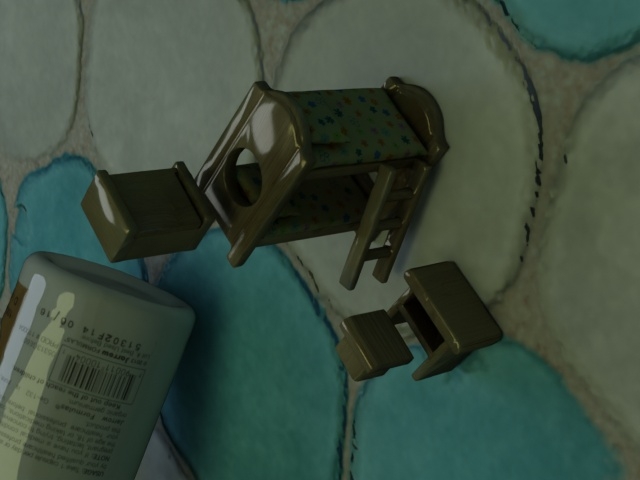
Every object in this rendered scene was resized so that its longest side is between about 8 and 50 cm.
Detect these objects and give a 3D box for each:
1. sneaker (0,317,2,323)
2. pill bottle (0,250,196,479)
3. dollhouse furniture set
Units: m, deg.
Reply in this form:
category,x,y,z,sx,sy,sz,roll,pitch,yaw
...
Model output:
category,x,y,z,sx,sy,sz,roll,pitch,yaw
sneaker,-0.255,0.221,0.969,0.146,0.122,0.330,-37,71,47
pill bottle,-0.190,0.134,0.822,0.131,0.131,0.229,23,92,43
dollhouse furniture set,0.000,0.000,0.600,0.161,0.182,0.101,58,134,23
